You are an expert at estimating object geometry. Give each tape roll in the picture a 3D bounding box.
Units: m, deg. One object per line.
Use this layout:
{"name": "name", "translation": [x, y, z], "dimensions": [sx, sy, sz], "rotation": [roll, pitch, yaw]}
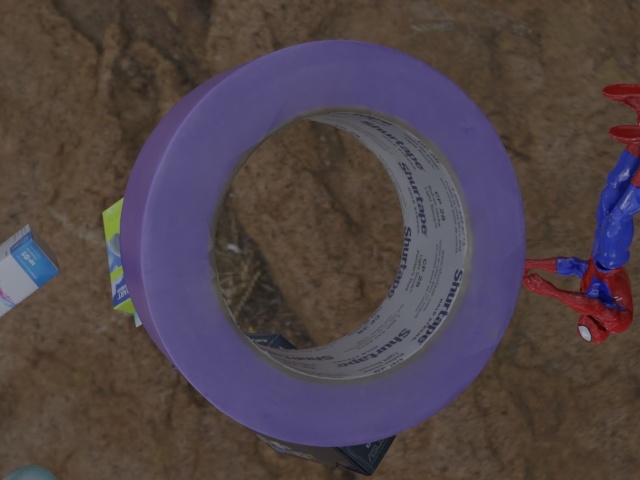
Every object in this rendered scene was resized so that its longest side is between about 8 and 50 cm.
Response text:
{"name": "tape roll", "translation": [0.000, 0.000, 0.497], "dimensions": [0.080, 0.189, 0.189], "rotation": [-165, 80, -70]}

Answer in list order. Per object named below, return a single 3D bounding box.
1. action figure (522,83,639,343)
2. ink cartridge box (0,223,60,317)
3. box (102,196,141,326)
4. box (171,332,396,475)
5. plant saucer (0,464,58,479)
{"name": "action figure", "translation": [0.228, -0.004, 0.913], "dimensions": [0.139, 0.091, 0.280], "rotation": [1, 133, 11]}
{"name": "ink cartridge box", "translation": [-0.356, 0.045, 1.117], "dimensions": [0.122, 0.088, 0.052], "rotation": [-39, 111, -7]}
{"name": "box", "translation": [-0.251, 0.018, 1.412], "dimensions": [0.109, 0.042, 0.178], "rotation": [-31, 59, 31]}
{"name": "box", "translation": [-0.048, 0.179, 1.130], "dimensions": [0.059, 0.183, 0.233], "rotation": [-54, 21, -22]}
{"name": "plant saucer", "translation": [-0.397, 0.382, 1.279], "dimensions": [0.195, 0.037, 0.195], "rotation": [-14, 66, 33]}
